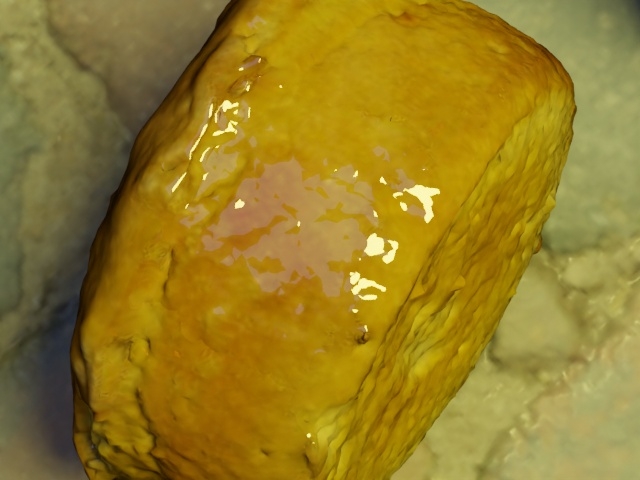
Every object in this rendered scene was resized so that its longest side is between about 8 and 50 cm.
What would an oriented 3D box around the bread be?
[{"bbox_3d":[0.000,0.000,0.725,0.145,0.268,0.268,28,84,15],"label":"bread"}]
